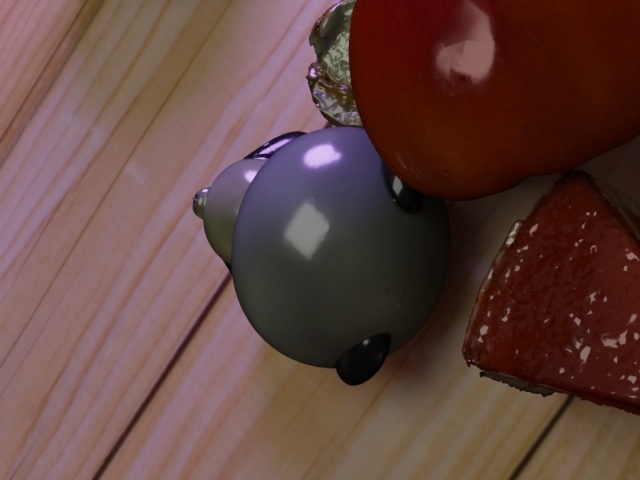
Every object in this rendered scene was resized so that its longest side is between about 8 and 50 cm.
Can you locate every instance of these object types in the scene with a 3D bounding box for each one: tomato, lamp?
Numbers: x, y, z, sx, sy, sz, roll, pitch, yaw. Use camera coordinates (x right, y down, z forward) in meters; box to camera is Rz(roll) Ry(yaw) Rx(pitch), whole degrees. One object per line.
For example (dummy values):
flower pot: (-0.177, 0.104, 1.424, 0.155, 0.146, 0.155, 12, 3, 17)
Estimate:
tomato: (0.136, -0.144, 1.237, 0.260, 0.180, 0.260, -17, 23, 8)
lamp: (0.000, 0.000, 1.410, 0.244, 0.198, 0.198, 24, 91, 57)

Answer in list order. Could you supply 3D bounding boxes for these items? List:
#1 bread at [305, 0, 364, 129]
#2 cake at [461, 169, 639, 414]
bread: (0.095, -0.130, 1.432, 0.232, 0.088, 0.128, 23, 99, 33)
cake: (0.256, 0.052, 1.195, 0.262, 0.158, 0.159, 12, 84, 38)
